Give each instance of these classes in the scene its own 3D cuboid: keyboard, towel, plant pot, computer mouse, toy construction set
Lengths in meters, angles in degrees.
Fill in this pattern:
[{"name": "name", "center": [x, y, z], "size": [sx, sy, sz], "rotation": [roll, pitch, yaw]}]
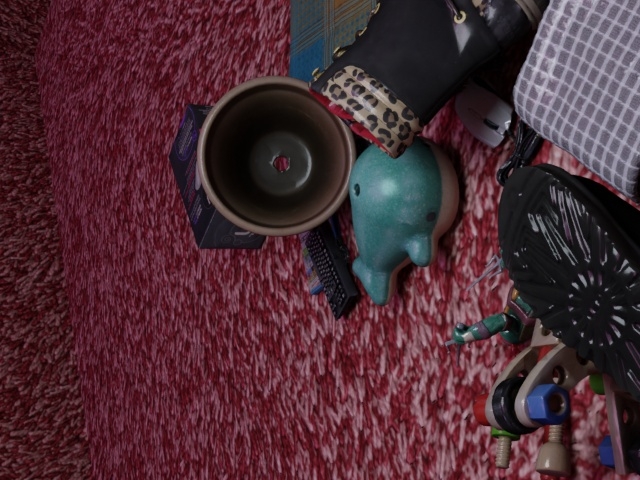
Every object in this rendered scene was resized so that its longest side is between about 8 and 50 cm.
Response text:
[{"name": "keyboard", "center": [0.018, 0.040, 1.659], "size": [0.108, 0.023, 0.180], "rotation": [-58, 42, 39]}, {"name": "towel", "center": [0.049, -0.403, 1.647], "size": [0.370, 0.040, 0.271], "rotation": [-18, 68, 57]}, {"name": "plant pot", "center": [-0.074, -0.139, 1.646], "size": [0.229, 0.263, 0.263], "rotation": [-130, 44, -87]}, {"name": "computer mouse", "center": [0.232, -0.165, 1.318], "size": [0.193, 0.042, 0.106], "rotation": [56, 134, 46]}, {"name": "toy construction set", "center": [0.298, 0.132, 1.065], "size": [0.309, 0.258, 0.237], "rotation": [108, 174, -67]}, {"name": "towel", "center": [0.349, -0.212, 1.045], "size": [0.235, 0.121, 0.283], "rotation": [51, 130, 48]}]

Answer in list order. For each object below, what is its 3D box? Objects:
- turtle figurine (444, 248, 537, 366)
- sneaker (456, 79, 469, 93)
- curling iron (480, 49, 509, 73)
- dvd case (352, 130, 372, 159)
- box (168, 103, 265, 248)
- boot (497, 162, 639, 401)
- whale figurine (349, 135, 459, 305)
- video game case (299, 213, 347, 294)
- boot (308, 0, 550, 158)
[{"name": "turtle figurine", "center": [0.249, 0.064, 1.204], "size": [0.175, 0.118, 0.234], "rotation": [-57, -13, -46]}, {"name": "sneaker", "center": [0.144, -0.270, 1.417], "size": [0.279, 0.107, 0.118], "rotation": [1, 71, 59]}, {"name": "curling iron", "center": [0.287, -0.316, 1.245], "size": [0.274, 0.035, 0.068], "rotation": [-51, 44, 47]}, {"name": "dvd case", "center": [0.085, -0.211, 1.602], "size": [0.221, 0.018, 0.164], "rotation": [-45, 51, 48]}, {"name": "box", "center": [-0.196, -0.132, 1.952], "size": [0.165, 0.143, 0.270], "rotation": [-61, 39, 40]}, {"name": "boot", "center": [0.349, 0.045, 0.878], "size": [0.348, 0.260, 0.131], "rotation": [53, 139, 40]}, {"name": "whale figurine", "center": [0.097, -0.031, 1.441], "size": [0.216, 0.141, 0.272], "rotation": [58, 136, 44]}, {"name": "video game case", "center": [0.000, 0.000, 1.731], "size": [0.119, 0.015, 0.166], "rotation": [-42, 52, 50]}, {"name": "boot", "center": [0.091, -0.296, 1.276], "size": [0.284, 0.138, 0.377], "rotation": [-48, 53, 3]}]
